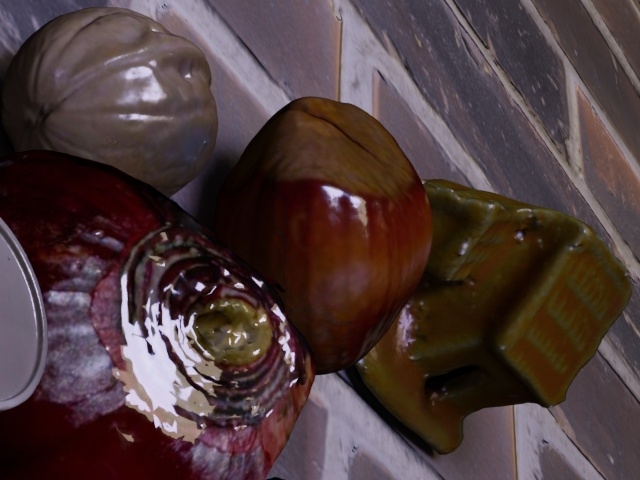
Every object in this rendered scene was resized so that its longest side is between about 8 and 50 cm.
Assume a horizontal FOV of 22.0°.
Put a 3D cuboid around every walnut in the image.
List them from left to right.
[{"bbox_3d":[-0.141,-0.089,1.109,0.162,0.140,0.140,18,56,-72],"label":"walnut"}]

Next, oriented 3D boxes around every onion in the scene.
[{"bbox_3d":[-0.153,0.077,0.881,0.207,0.216,0.206,46,47,-23],"label":"onion"}]

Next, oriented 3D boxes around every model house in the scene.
[{"bbox_3d":[0.141,0.043,1.468,0.268,0.239,0.173,45,35,-46],"label":"model house"}]

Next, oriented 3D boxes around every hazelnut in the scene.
[{"bbox_3d":[-0.003,0.000,1.309,0.181,0.181,0.212,38,28,-2],"label":"hazelnut"}]

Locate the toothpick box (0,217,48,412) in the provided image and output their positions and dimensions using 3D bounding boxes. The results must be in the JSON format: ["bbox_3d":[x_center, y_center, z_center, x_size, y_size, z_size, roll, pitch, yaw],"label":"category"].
[{"bbox_3d":[-0.229,0.053,0.756,0.111,0.181,0.111,48,31,-41],"label":"toothpick box"}]

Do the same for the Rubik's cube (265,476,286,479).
[{"bbox_3d":[-0.059,0.280,1.076,0.250,0.284,0.234,34,59,-15],"label":"Rubik's cube"}]
